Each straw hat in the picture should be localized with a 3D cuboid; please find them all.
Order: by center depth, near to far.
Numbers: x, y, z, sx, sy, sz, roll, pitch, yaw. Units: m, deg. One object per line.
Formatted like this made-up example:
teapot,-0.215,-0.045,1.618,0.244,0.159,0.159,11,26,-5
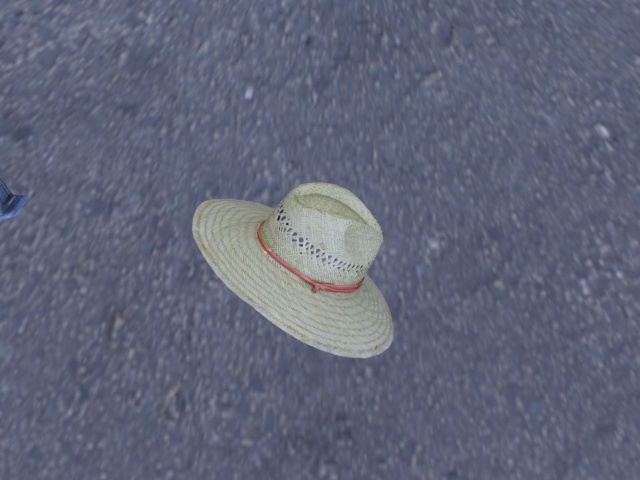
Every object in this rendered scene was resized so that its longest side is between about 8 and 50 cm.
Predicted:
straw hat,0.000,0.000,0.936,0.144,0.144,0.061,32,115,-9

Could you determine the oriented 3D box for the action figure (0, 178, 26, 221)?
action figure,-0.362,-0.065,1.268,0.341,0.178,0.330,-9,110,27
